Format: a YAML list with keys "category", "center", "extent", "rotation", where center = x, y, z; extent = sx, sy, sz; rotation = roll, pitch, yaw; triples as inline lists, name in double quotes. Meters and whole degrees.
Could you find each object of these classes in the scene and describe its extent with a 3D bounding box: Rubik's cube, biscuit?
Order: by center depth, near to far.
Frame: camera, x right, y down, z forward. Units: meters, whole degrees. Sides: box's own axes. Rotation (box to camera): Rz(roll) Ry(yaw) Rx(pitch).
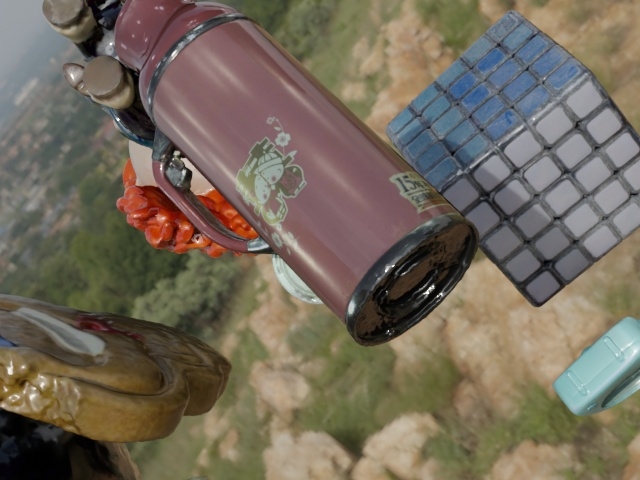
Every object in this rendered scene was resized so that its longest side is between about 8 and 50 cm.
- category: "biscuit"
  center: [-0.191, 0.069, 0.719]
  extent: [0.183, 0.319, 0.047]
  rotation: [26, 103, 61]
- category: "Rubik's cube"
  center: [0.260, -0.106, 1.446]
  extent: [0.237, 0.238, 0.237]
  rotation: [-41, 30, 8]

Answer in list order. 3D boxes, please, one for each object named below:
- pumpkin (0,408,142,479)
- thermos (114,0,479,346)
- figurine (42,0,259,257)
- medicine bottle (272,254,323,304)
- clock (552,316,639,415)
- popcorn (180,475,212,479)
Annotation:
- category: "pumpkin"
  center: [-0.313, 0.264, 0.935]
  extent: [0.363, 0.363, 0.266]
  rotation: [-49, -11, 6]
- category: "thermos"
  center: [-0.041, -0.067, 0.831]
  extent: [0.109, 0.330, 0.136]
  rotation: [-29, -30, -29]
- category: "figurine"
  center: [-0.155, -0.138, 1.239]
  extent: [0.241, 0.412, 0.306]
  rotation: [-45, 40, -9]
- category: "medicine bottle"
  center: [0.000, 0.000, 0.961]
  extent: [0.074, 0.074, 0.218]
  rotation: [-49, 4, 5]
- category: "clock"
  center: [0.295, 0.120, 1.116]
  extent: [0.108, 0.045, 0.147]
  rotation: [-48, -27, 24]
- category: "popcorn"
  center: [-0.159, 0.399, 1.392]
  extent: [0.286, 0.173, 0.225]
  rotation: [117, 141, -53]
